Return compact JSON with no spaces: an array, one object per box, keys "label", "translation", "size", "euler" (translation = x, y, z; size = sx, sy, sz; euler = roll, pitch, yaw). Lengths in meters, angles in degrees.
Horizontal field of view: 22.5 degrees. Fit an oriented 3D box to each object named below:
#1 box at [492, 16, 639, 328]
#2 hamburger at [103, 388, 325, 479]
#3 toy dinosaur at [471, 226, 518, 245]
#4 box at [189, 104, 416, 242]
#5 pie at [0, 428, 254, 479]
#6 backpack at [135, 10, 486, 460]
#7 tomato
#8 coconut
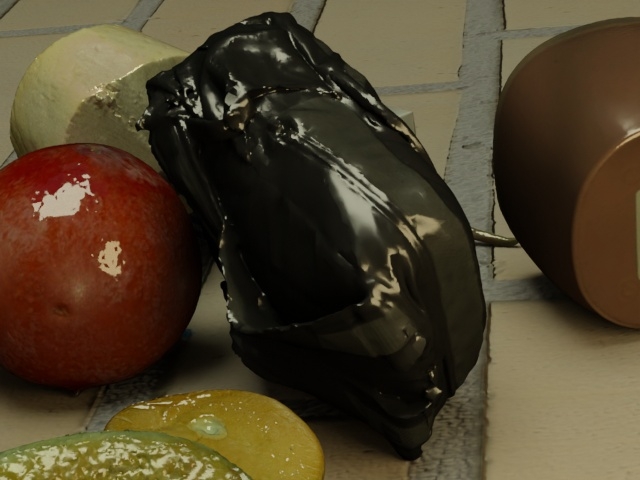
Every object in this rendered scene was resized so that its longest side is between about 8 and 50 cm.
[{"label":"box","translation":[0.336,-0.064,1.669],"size":[0.301,0.301,0.216],"euler":[-9,27,-6]},{"label":"hamburger","translation":[-0.088,0.217,1.331],"size":[0.215,0.122,0.189],"euler":[-14,31,-25]},{"label":"toy dinosaur","translation":[0.080,-0.015,1.930],"size":[0.251,0.072,0.200],"euler":[-3,30,-22]},{"label":"box","translation":[-0.047,-0.095,2.070],"size":[0.299,0.106,0.200],"euler":[-24,28,-35]},{"label":"pie","translation":[-0.153,0.260,1.147],"size":[0.323,0.070,0.323],"euler":[6,46,-7]},{"label":"backpack","translation":[0.000,0.000,1.544],"size":[0.255,0.363,0.446],"euler":[-31,39,-12]},{"label":"tomato","translation":[-0.254,0.020,1.681],"size":[0.265,0.265,0.265],"euler":[-6,23,2]},{"label":"coconut","translation":[-0.224,-0.122,1.878],"size":[0.239,0.239,0.244],"euler":[-22,34,-32]}]
